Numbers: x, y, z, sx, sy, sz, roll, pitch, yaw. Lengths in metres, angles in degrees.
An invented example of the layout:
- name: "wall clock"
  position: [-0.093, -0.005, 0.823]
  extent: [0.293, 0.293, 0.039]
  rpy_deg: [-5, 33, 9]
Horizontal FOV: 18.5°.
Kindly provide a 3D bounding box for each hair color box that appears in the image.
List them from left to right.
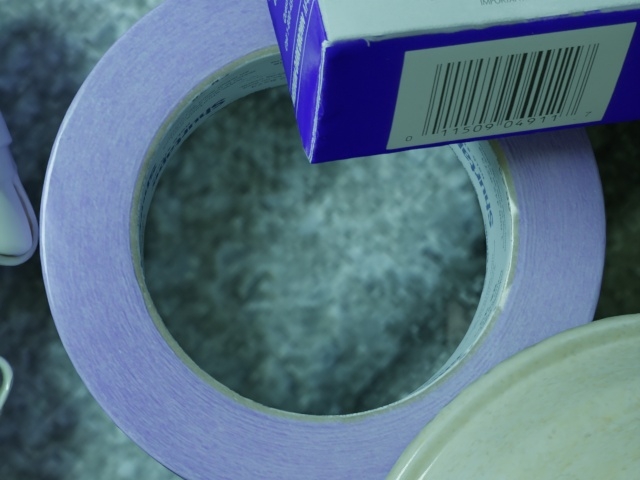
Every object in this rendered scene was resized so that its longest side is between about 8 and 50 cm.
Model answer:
- name: "hair color box"
  position: [0.053, -0.215, 0.948]
  extent: [0.185, 0.110, 0.338]
  rpy_deg: [-8, 61, -10]

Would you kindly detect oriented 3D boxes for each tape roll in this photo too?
- name: "tape roll"
  position: [0.000, 0.000, 0.986]
  extent: [0.275, 0.090, 0.274]
  rpy_deg: [1, 82, -4]

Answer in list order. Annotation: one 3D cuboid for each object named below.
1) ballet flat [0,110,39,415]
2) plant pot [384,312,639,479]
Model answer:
- name: "ballet flat"
  position: [-0.199, 0.026, 0.961]
  extent: [0.123, 0.123, 0.348]
  rpy_deg: [13, 87, -2]
- name: "plant pot"
  position: [0.199, 0.215, 0.818]
  extent: [0.334, 0.305, 0.333]
  rpy_deg: [-2, 97, -14]
